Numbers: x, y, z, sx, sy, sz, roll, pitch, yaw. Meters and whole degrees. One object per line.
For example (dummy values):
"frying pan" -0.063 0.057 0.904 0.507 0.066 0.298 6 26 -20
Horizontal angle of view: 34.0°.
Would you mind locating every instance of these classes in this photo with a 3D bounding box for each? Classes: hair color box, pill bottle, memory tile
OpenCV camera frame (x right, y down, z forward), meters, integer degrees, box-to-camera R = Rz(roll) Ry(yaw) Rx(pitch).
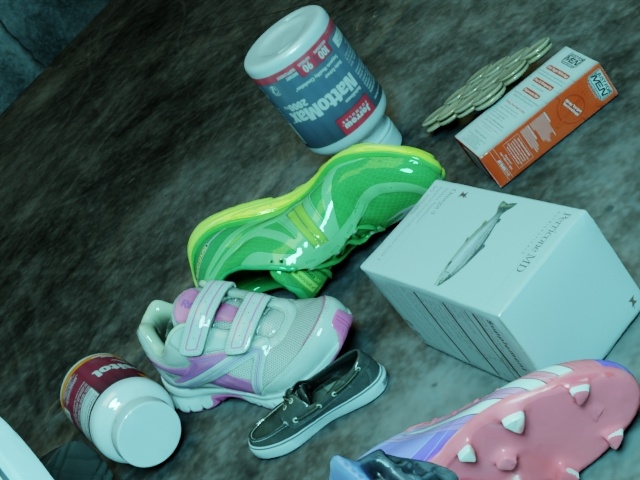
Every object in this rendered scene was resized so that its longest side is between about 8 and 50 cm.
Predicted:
"hair color box" 0.205 -0.120 1.004 0.141 0.043 0.072 -39 27 4
"pill bottle" -0.197 0.170 1.041 0.086 0.086 0.152 -49 29 -15
"memory tile" 0.171 -0.160 1.091 0.113 0.012 0.148 -43 11 -19
"pill bottle" 0.010 -0.158 1.154 0.108 0.180 0.108 -30 30 19

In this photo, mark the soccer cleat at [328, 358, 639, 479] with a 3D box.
"soccer cleat" 0.100 0.143 0.722 0.248 0.083 0.095 -36 23 15

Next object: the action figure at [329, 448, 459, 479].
"action figure" 0.154 0.115 0.430 0.341 0.179 0.330 26 50 34

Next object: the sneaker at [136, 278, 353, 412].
"sneaker" -0.084 0.092 0.983 0.252 0.111 0.103 -17 36 37

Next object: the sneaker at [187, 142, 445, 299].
"sneaker" 0.000 0.000 1.051 0.295 0.109 0.124 -25 54 24

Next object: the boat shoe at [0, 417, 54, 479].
"boat shoe" -0.266 0.238 0.824 0.335 0.121 0.119 35 43 26

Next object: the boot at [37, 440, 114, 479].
"boot" -0.339 0.342 0.966 0.222 0.118 0.338 -22 22 36

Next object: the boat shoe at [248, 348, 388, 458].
"boat shoe" -0.009 0.138 0.901 0.142 0.040 0.049 -33 29 15

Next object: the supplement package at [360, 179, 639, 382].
"supplement package" 0.135 0.033 0.803 0.105 0.105 0.179 -48 29 -14
